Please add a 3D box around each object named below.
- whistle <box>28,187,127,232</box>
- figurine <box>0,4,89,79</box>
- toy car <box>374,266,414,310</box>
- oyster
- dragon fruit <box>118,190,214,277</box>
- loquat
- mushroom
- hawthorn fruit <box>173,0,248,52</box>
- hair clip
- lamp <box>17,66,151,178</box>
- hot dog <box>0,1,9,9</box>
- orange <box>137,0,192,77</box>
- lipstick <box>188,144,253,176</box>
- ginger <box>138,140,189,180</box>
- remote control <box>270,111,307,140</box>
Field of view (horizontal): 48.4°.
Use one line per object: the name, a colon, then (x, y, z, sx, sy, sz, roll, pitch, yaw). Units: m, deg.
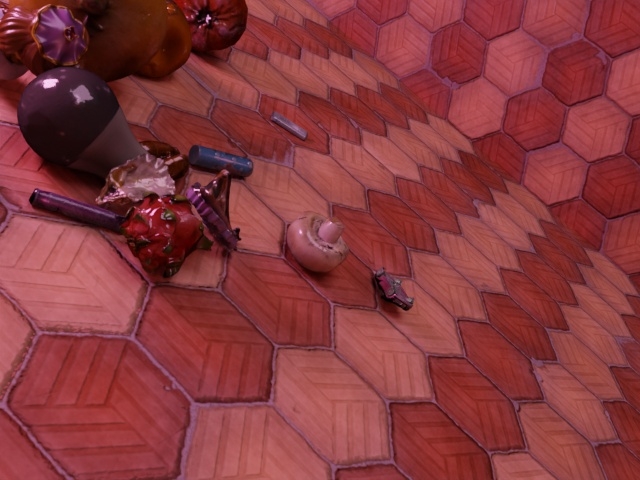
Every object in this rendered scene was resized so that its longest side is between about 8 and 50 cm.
whistle: (-0.422, -0.052, 1.258, 0.177, 0.033, 0.033, 20, 32, -30)
figurine: (-0.560, -0.379, 1.367, 0.264, 0.142, 0.189, 5, -7, 22)
toy car: (0.169, 0.119, 1.677, 0.069, 0.055, 0.142, 32, 16, -28)
oyster: (-0.330, -0.104, 1.316, 0.122, 0.045, 0.146, 24, 50, -11)
dragon fruit: (-0.270, -0.015, 1.291, 0.137, 0.135, 0.236, 52, 6, 8)
loquat: (-0.493, -0.501, 1.526, 0.329, 0.328, 0.359, 27, 4, -21)
mushroom: (0.000, 0.000, 1.587, 0.154, 0.122, 0.154, 36, 26, -20)
hawthorn fruit: (-0.336, -0.686, 2.135, 0.242, 0.241, 0.271, 29, 18, -17)
hair clip: (-0.196, -0.054, 1.368, 0.106, 0.084, 0.292, 44, -15, 16)
lamp: (-0.435, -0.178, 1.351, 0.182, 0.182, 0.313, -91, 157, -57)
hot dog: (-0.716, -0.476, 1.527, 0.147, 0.065, 0.099, 31, 34, -18)
orange: (-0.448, -0.550, 1.828, 0.249, 0.183, 0.249, 29, 30, -19)
lipstick: (-0.232, -0.186, 1.674, 0.158, 0.048, 0.048, 11, 38, -42)
ginger: (-0.330, -0.167, 1.499, 0.103, 0.073, 0.162, 46, 27, 14)
remote control: (-0.092, -0.340, 2.110, 0.125, 0.018, 0.053, 31, 27, -14)
